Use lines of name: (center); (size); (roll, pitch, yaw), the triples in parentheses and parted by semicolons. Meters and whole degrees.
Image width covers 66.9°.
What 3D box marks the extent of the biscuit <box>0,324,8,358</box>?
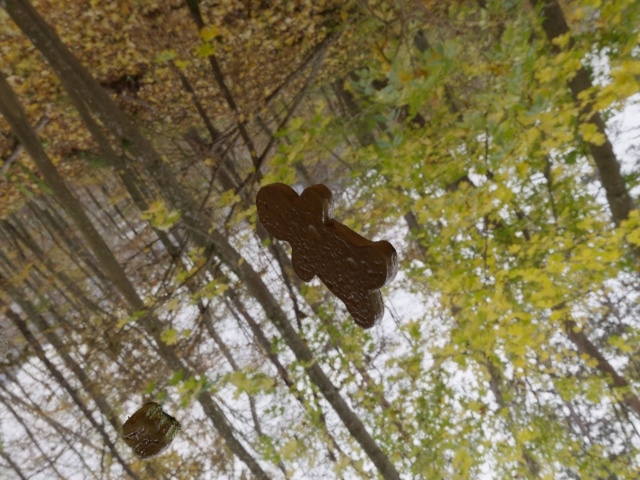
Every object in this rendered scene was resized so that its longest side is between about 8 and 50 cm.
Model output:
biscuit: (-1.120, 0.357, 1.703); (0.015, 0.120, 0.120); (-7, 179, -19)

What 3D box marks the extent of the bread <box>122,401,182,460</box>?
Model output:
bread: (-0.442, 0.490, 1.252); (0.140, 0.128, 0.069); (-39, -171, 27)

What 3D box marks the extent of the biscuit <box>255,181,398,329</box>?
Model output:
biscuit: (0.000, 0.000, 0.540); (0.031, 0.205, 0.138); (-31, 143, -36)
